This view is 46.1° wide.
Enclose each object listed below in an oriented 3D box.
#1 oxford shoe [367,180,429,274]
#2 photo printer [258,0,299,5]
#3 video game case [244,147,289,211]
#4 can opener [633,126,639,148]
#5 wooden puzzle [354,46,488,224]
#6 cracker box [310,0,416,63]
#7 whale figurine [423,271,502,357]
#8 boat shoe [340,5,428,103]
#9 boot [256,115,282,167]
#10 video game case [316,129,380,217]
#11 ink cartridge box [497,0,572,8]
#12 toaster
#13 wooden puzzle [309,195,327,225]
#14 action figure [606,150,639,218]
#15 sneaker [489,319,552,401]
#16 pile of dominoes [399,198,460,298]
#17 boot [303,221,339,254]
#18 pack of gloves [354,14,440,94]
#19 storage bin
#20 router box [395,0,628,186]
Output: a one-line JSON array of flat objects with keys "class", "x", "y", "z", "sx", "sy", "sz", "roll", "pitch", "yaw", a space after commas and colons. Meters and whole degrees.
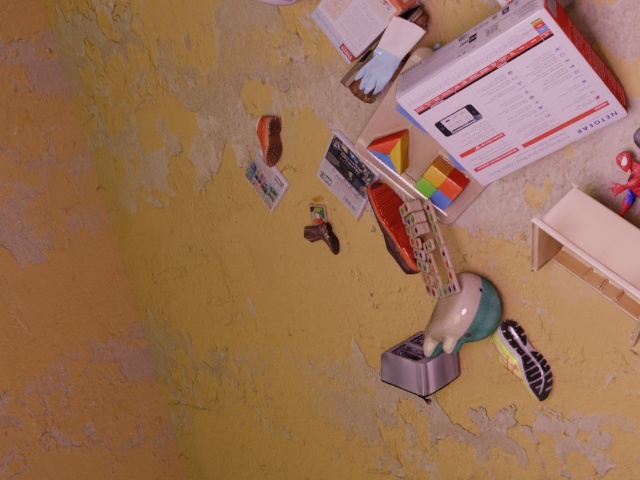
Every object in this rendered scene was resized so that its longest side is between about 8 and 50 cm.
[{"class": "oxford shoe", "x": 0.189, "y": -0.028, "z": 2.006, "sx": 0.271, "sy": 0.097, "sz": 0.098, "roll": 63, "pitch": 148, "yaw": 5}, {"class": "photo printer", "x": -0.172, "y": -0.741, "z": 1.936, "sx": 0.107, "sy": 0.256, "sz": 0.308, "roll": -37, "pitch": 79, "yaw": 31}, {"class": "video game case", "x": -0.172, "y": -0.192, "z": 2.401, "sx": 0.157, "sy": 0.019, "sz": 0.143, "roll": 53, "pitch": 140, "yaw": 15}, {"class": "can opener", "x": 0.710, "y": -0.122, "z": 1.387, "sx": 0.095, "sy": 0.076, "sz": 0.283, "roll": -44, "pitch": 71, "yaw": 17}, {"class": "wooden puzzle", "x": 0.262, "y": -0.224, "z": 1.759, "sx": 0.322, "sy": 0.080, "sz": 0.348, "roll": 40, "pitch": 136, "yaw": 4}, {"class": "cracker box", "x": 0.094, "y": -0.540, "z": 1.750, "sx": 0.156, "sy": 0.067, "sz": 0.232, "roll": 51, "pitch": 144, "yaw": -4}, {"class": "whale figurine", "x": 0.353, "y": 0.202, "z": 1.881, "sx": 0.141, "sy": 0.216, "sz": 0.272, "roll": 21, "pitch": 137, "yaw": -7}, {"class": "boat shoe", "x": 0.174, "y": -0.441, "z": 1.815, "sx": 0.104, "sy": 0.111, "sz": 0.307, "roll": 43, "pitch": 145, "yaw": -8}, {"class": "boot", "x": -0.162, "y": -0.305, "z": 2.305, "sx": 0.084, "sy": 0.059, "sz": 0.158, "roll": 22, "pitch": 116, "yaw": 45}, {"class": "video game case", "x": 0.076, "y": -0.186, "z": 2.112, "sx": 0.190, "sy": 0.022, "sz": 0.173, "roll": 48, "pitch": 139, "yaw": 23}, {"class": "ink cartridge box", "x": 0.435, "y": -0.545, "z": 1.392, "sx": 0.232, "sy": 0.168, "sz": 0.171, "roll": -39, "pitch": 77, "yaw": 51}, {"class": "toaster", "x": 0.274, "y": 0.336, "z": 2.029, "sx": 0.185, "sy": 0.168, "sz": 0.110, "roll": 14, "pitch": 118, "yaw": 46}, {"class": "wooden puzzle", "x": -0.008, "y": -0.077, "z": 2.271, "sx": 0.078, "sy": 0.014, "sz": 0.116, "roll": 1, "pitch": 109, "yaw": 49}, {"class": "action figure", "x": 0.629, "y": -0.038, "z": 1.448, "sx": 0.280, "sy": 0.139, "sz": 0.091, "roll": 62, "pitch": 166, "yaw": 10}, {"class": "sneaker", "x": 0.487, "y": 0.299, "z": 1.845, "sx": 0.209, "sy": 0.081, "sz": 0.094, "roll": 63, "pitch": 149, "yaw": 14}, {"class": "pile of dominoes", "x": 0.253, "y": 0.027, "z": 1.852, "sx": 0.196, "sy": 0.040, "sz": 0.251, "roll": 132, "pitch": 123, "yaw": -72}, {"class": "boot", "x": 0.000, "y": 0.000, "z": 2.276, "sx": 0.114, "sy": 0.037, "sz": 0.106, "roll": -13, "pitch": 97, "yaw": 47}, {"class": "pack of gloves", "x": 0.199, "y": -0.387, "z": 1.751, "sx": 0.195, "sy": 0.046, "sz": 0.232, "roll": 21, "pitch": 140, "yaw": -15}, {"class": "storage bin", "x": 0.562, "y": 0.055, "z": 1.505, "sx": 0.262, "sy": 0.123, "sz": 0.260, "roll": 41, "pitch": 168, "yaw": 29}, {"class": "router box", "x": 0.369, "y": -0.285, "z": 1.472, "sx": 0.335, "sy": 0.082, "sz": 0.301, "roll": -27, "pitch": 128, "yaw": 36}]
